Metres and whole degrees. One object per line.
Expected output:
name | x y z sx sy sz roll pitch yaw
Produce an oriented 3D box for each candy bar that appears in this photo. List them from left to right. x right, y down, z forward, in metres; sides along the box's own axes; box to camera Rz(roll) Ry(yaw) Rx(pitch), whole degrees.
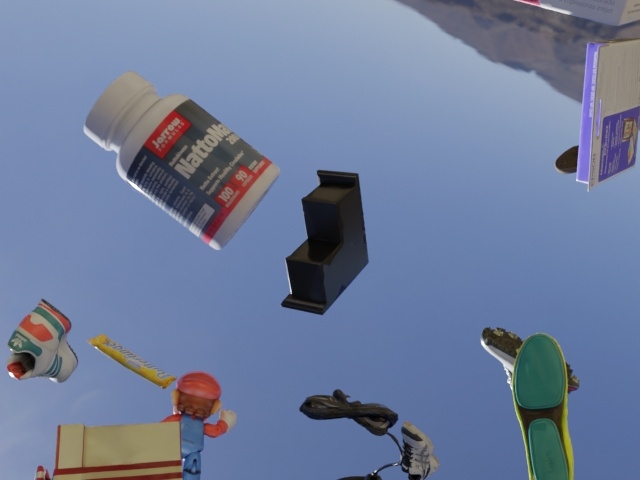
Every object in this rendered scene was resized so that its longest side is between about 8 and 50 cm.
candy bar | -0.302 0.195 1.120 0.162 0.018 0.040 26 -163 17

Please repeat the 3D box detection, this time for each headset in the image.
headset | 0.033 0.403 0.944 0.185 0.393 0.243 11 -168 3

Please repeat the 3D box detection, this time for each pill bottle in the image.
pill bottle | -0.141 -0.084 0.701 0.180 0.108 0.108 37 -157 -4

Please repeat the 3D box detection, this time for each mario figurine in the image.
mario figurine | -0.328 0.476 1.706 0.198 0.170 0.320 50 -140 -43

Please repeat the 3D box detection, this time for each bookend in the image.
bookend | 0.000 0.000 1.023 0.072 0.156 0.157 8 -147 29

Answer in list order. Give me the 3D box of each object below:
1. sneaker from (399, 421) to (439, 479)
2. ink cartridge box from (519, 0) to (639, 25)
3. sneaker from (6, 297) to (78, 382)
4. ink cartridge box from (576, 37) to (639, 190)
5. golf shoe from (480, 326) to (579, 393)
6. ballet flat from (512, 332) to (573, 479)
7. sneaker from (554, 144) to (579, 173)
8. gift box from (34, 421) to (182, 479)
sneaker | 0.097 0.223 0.716 0.037 0.083 0.032 -38 -145 -19
ink cartridge box | 0.261 -0.350 0.669 0.172 0.237 0.100 28 -145 29
sneaker | -0.331 0.135 0.807 0.057 0.161 0.075 34 -127 9
ink cartridge box | 0.428 -0.194 1.039 0.045 0.206 0.208 12 -158 38
golf shoe | 0.467 0.301 1.601 0.273 0.120 0.105 31 -157 -13
ballet flat | 0.322 0.253 1.001 0.077 0.230 0.077 -7 156 19
sneaker | 0.625 -0.187 1.564 0.071 0.189 0.066 57 -170 -46
gift box | -0.393 0.496 1.286 0.258 0.255 0.276 2 -129 -16
